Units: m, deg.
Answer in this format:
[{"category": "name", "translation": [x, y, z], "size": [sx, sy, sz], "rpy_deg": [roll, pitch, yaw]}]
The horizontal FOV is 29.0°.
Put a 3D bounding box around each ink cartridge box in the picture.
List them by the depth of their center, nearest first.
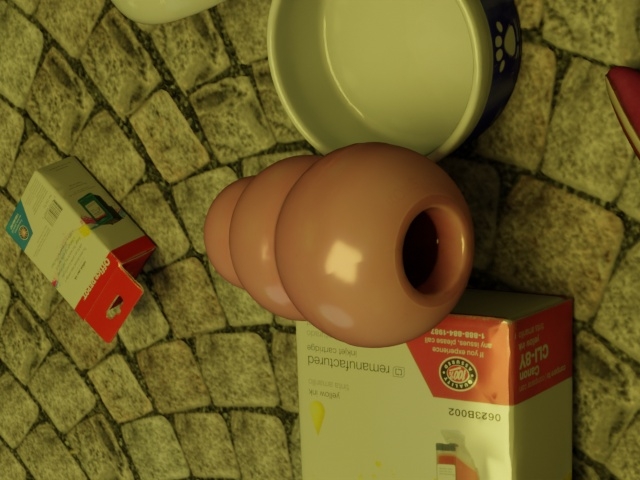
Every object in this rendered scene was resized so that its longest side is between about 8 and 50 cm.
[{"category": "ink cartridge box", "translation": [0.130, 0.252, 1.404], "size": [0.279, 0.160, 0.385], "rpy_deg": [3, 99, 34]}, {"category": "ink cartridge box", "translation": [-0.322, 0.013, 1.728], "size": [0.231, 0.078, 0.134], "rpy_deg": [47, 129, 11]}]

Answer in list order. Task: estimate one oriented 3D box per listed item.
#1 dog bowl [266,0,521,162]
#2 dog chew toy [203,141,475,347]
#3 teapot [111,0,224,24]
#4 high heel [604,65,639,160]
[{"category": "dog bowl", "translation": [0.077, -0.208, 1.332], "size": [0.265, 0.104, 0.265], "rpy_deg": [15, 117, 31]}, {"category": "dog chew toy", "translation": [0.000, 0.000, 1.303], "size": [0.331, 0.206, 0.207], "rpy_deg": [5, 112, 48]}, {"category": "teapot", "translation": [-0.153, -0.367, 1.332], "size": [0.256, 0.252, 0.187], "rpy_deg": [1, 130, 44]}, {"category": "high heel", "translation": [0.434, -0.050, 1.165], "size": [0.181, 0.127, 0.377], "rpy_deg": [-37, 80, 11]}]
